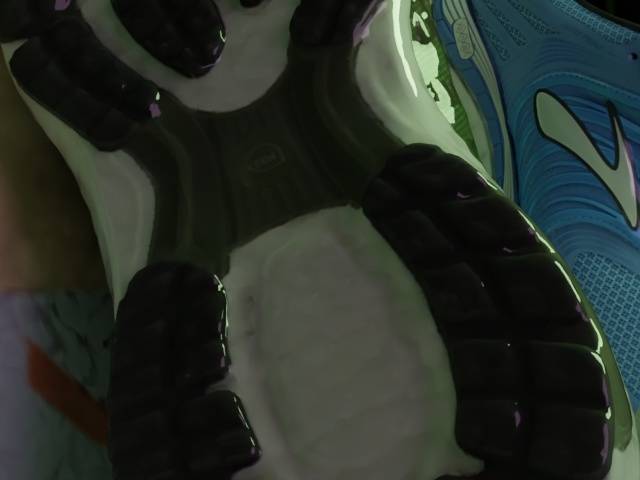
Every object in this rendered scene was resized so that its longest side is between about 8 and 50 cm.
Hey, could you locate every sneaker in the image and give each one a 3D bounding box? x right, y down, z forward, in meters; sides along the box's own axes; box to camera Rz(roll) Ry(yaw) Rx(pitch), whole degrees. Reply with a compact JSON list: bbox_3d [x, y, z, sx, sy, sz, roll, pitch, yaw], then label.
[{"bbox_3d":[0.000,0.000,0.545,0.182,0.158,0.410,63,11,-48],"label":"sneaker"},{"bbox_3d":[0.142,-0.023,0.691,0.129,0.147,0.330,16,45,-43],"label":"sneaker"}]

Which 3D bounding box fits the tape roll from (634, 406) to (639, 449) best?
[{"bbox_3d":[0.209,0.151,0.492,0.246,0.246,0.169,35,34,-22],"label":"tape roll"}]
